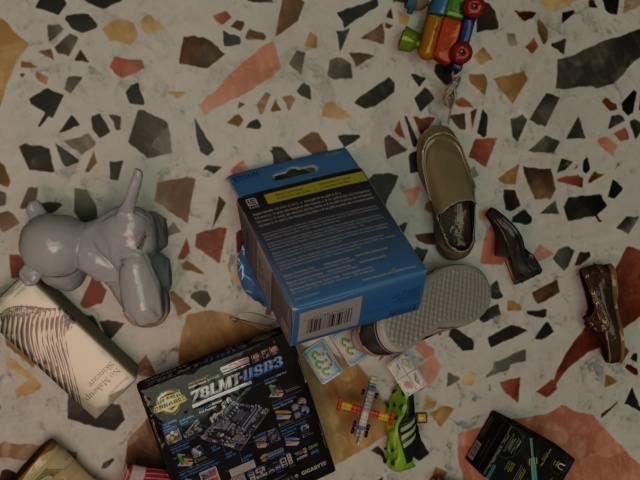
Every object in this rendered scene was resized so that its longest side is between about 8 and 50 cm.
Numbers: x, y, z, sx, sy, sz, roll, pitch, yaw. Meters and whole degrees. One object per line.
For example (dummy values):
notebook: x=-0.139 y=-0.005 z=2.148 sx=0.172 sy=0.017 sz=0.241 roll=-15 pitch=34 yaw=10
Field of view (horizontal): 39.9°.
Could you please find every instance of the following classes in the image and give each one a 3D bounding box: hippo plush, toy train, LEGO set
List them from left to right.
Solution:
hippo plush: x=-0.392 y=0.042 z=1.514 sx=0.236 sy=0.294 sz=0.234 roll=-5 pitch=75 yaw=-2
LEGO set: x=0.102 y=0.270 z=1.694 sx=0.182 sy=0.060 sz=0.244 roll=-31 pitch=83 yaw=-5
toy train: x=0.209 y=-0.358 z=1.661 sx=0.143 sy=0.105 sz=0.248 roll=15 pitch=93 yaw=-1

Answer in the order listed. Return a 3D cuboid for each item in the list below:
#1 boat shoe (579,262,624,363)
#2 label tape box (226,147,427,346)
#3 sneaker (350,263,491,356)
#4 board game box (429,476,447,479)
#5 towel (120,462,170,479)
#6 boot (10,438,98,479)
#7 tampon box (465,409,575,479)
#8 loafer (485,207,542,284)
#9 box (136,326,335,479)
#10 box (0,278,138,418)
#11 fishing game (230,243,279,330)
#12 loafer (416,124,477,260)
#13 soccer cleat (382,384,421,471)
boat shoe: x=0.567 y=0.151 z=1.790 sx=0.073 sy=0.073 sz=0.207 roll=-9 pitch=90 yaw=-7
label tape box: x=0.000 y=0.000 z=1.584 sx=0.249 sy=0.347 sz=0.115 roll=-15 pitch=137 yaw=-17
sneaker: x=0.188 y=0.130 z=1.684 sx=0.321 sy=0.127 sz=0.126 roll=-17 pitch=88 yaw=-40
board game box: x=0.267 y=0.578 z=1.753 sx=0.141 sy=0.048 sz=0.170 roll=25 pitch=63 yaw=-13
towel: x=-0.246 y=0.563 z=1.658 sx=0.329 sy=0.037 sz=0.237 roll=20 pitch=86 yaw=-25
boot: x=-0.506 y=0.525 z=1.625 sx=0.203 sy=0.095 sz=0.262 roll=41 pitch=84 yaw=-13
tampon box: x=0.400 y=0.439 z=1.772 sx=0.161 sy=0.101 sz=0.120 roll=30 pitch=91 yaw=-12
loafer: x=0.371 y=0.012 z=1.745 sx=0.061 sy=0.062 sz=0.170 roll=-36 pitch=99 yaw=0
box: x=-0.151 y=0.346 z=1.624 sx=0.295 sy=0.073 sz=0.293 roll=-21 pitch=99 yaw=-17
box: x=-0.464 y=0.184 z=1.594 sx=0.275 sy=0.094 sz=0.113 roll=45 pitch=87 yaw=-11
fishing game: x=-0.069 y=0.045 z=1.680 sx=0.189 sy=0.041 sz=0.264 roll=11 pitch=88 yaw=-19
loafer: x=0.255 y=-0.090 z=1.695 sx=0.102 sy=0.092 sz=0.268 roll=-15 pitch=98 yaw=-8
soccer cleat: x=0.167 y=0.369 z=1.751 sx=0.072 sy=0.060 sz=0.179 roll=6 pitch=91 yaw=-36
